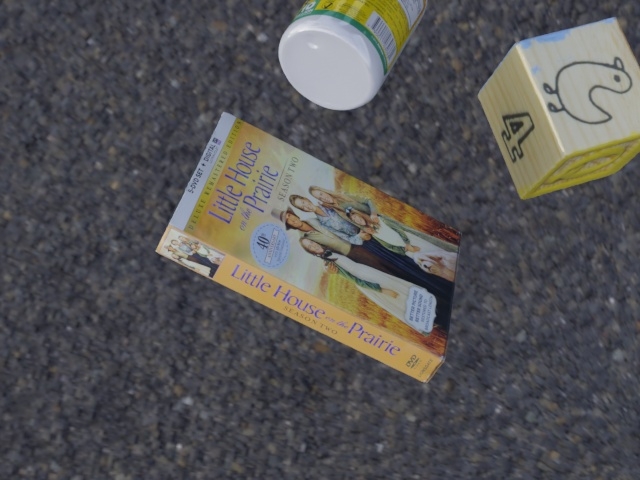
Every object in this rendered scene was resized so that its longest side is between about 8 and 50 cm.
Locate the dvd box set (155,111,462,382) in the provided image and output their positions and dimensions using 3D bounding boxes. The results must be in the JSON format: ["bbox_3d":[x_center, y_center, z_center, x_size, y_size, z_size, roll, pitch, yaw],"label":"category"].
[{"bbox_3d":[0.000,0.000,1.643,0.420,0.308,0.062,27,127,-7],"label":"dvd box set"}]

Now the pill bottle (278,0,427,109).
[{"bbox_3d":[0.047,-0.249,1.236,0.117,0.118,0.208,12,51,24],"label":"pill bottle"}]

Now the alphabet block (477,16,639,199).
[{"bbox_3d":[0.388,-0.203,1.780,0.192,0.193,0.197,-17,75,-15],"label":"alphabet block"}]
